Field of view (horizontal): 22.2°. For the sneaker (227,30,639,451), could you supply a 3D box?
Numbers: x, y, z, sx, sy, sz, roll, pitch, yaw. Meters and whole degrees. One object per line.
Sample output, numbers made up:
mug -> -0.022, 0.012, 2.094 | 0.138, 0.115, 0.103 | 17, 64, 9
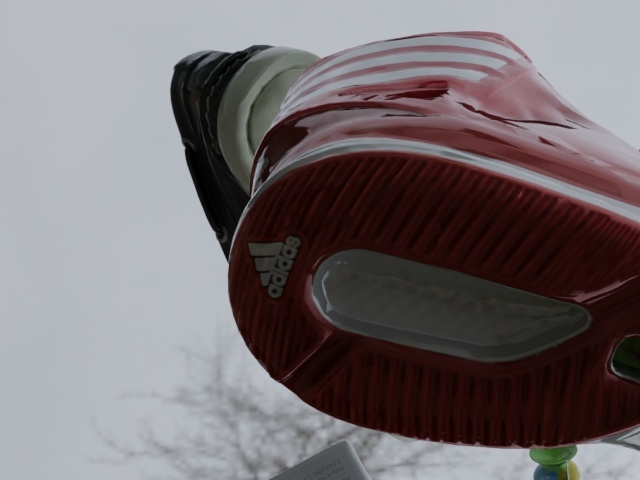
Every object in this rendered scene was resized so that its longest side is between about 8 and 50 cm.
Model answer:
sneaker -> 0.090, 0.003, 0.381 | 0.128, 0.221, 0.087 | -88, -157, -60

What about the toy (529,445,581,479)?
toy -> 0.210, 0.286, 1.477 | 0.137, 0.056, 0.237 | -83, 168, -64

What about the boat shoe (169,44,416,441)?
boat shoe -> -0.003, 0.003, 1.077 | 0.113, 0.340, 0.127 | 21, -113, 43

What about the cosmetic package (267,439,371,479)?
cosmetic package -> -0.004, 0.285, 1.331 | 0.183, 0.151, 0.151 | 61, -11, 12
